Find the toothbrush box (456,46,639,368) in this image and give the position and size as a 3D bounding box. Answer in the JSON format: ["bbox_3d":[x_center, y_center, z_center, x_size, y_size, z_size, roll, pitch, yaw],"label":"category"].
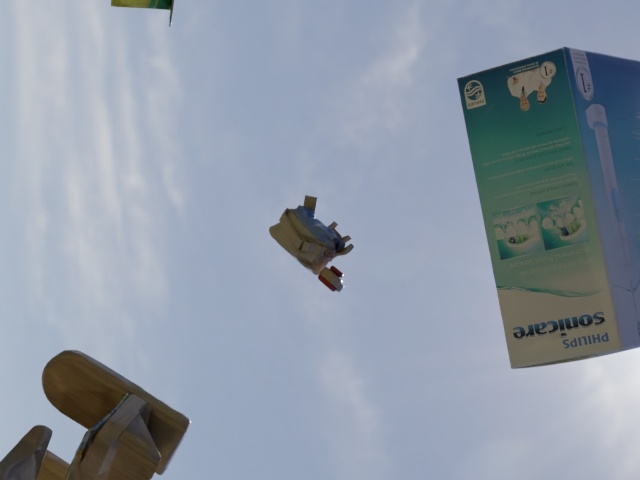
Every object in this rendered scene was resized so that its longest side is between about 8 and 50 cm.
[{"bbox_3d":[0.265,-0.031,1.514,0.126,0.216,0.295,-15,-96,34],"label":"toothbrush box"}]

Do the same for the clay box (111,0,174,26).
[{"bbox_3d":[-0.138,-0.274,1.157,0.222,0.053,0.127,-104,-159,-49],"label":"clay box"}]

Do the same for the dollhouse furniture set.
[{"bbox_3d":[-0.356,0.307,1.310,0.394,0.256,0.362,-62,175,33],"label":"dollhouse furniture set"}]

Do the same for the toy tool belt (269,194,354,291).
[{"bbox_3d":[0.000,0.000,1.258,0.051,0.052,0.083,-49,-123,0],"label":"toy tool belt"}]
